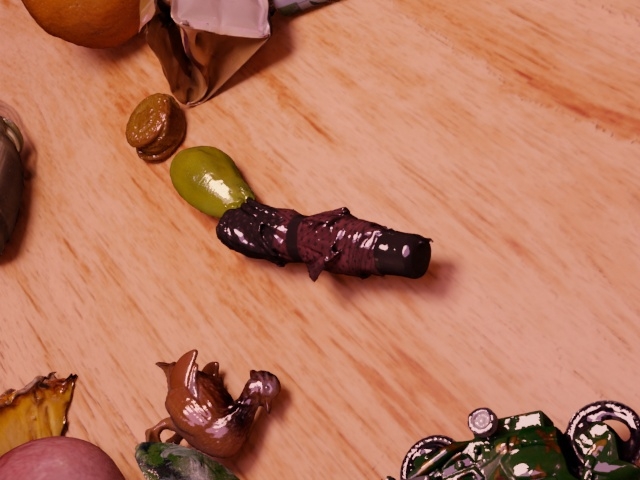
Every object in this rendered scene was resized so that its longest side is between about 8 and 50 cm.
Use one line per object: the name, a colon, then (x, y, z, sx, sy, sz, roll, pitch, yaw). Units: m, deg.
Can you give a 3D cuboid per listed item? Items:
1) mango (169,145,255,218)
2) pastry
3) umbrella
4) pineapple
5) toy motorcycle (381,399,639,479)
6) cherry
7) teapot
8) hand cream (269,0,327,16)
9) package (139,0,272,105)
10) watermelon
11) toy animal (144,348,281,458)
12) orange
mango: (-0.155, -0.084, 1.299, 0.165, 0.074, 0.091, 33, 87, 39)
pastry: (-0.261, -0.179, 1.425, 0.109, 0.057, 0.097, -52, 49, 1)
umbrella: (0.000, 0.000, 1.146, 0.326, 0.094, 0.090, 9, 101, 37)
pineapple: (-0.482, 0.328, 1.266, 0.161, 0.158, 0.335, -4, 67, 32)
toy motorcycle: (0.188, 0.261, 0.886, 0.274, 0.125, 0.187, -17, 50, 28)
cherry: (-0.343, 0.350, 1.126, 0.239, 0.206, 0.239, -5, 68, 12)
teapot: (-0.614, -0.089, 1.557, 0.239, 0.322, 0.239, 17, 55, -2)
hand cream: (0.023, -0.392, 1.341, 0.256, 0.055, 0.088, -16, 46, 25)
package: (-0.207, -0.404, 1.399, 0.221, 0.165, 0.311, -33, 51, 43)
watermelon: (-0.164, 0.299, 1.080, 0.155, 0.101, 0.080, 49, 125, 3)
toy animal: (-0.146, 0.196, 1.159, 0.179, 0.089, 0.188, -41, 52, 4)
orange: (-0.384, -0.458, 1.505, 0.264, 0.264, 0.264, -14, 61, 28)
